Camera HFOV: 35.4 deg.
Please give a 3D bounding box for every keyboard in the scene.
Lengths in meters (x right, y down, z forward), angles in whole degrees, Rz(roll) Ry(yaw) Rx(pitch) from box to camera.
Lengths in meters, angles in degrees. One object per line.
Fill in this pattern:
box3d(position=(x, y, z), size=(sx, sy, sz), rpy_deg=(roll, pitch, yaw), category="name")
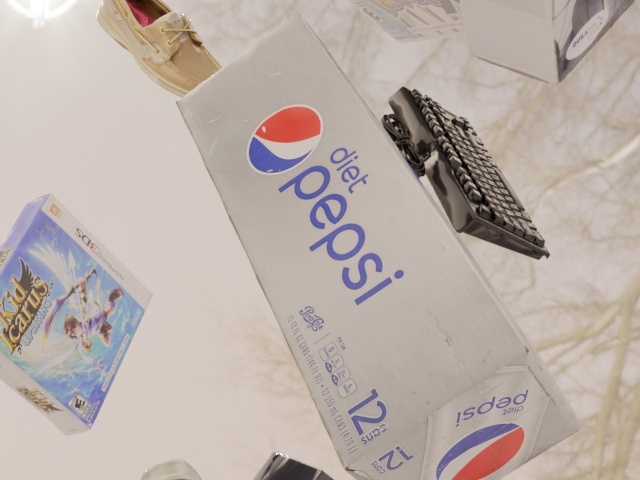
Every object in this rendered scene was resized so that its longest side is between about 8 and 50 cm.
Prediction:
box3d(position=(0.094, -0.057, 0.714), size=(0.108, 0.023, 0.180), rpy_deg=(18, -151, -25), category="keyboard")

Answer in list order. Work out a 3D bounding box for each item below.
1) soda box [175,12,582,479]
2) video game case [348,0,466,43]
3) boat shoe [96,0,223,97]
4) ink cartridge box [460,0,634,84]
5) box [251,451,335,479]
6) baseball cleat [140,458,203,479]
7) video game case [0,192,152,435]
box3d(position=(0.019, 0.002, 0.543), size=(0.091, 0.098, 0.286), rpy_deg=(49, -171, -47), category="soda box")
box3d(position=(0.027, -0.277, 0.865), size=(0.300, 0.036, 0.329), rpy_deg=(35, 178, -19), category="video game case")
box3d(position=(-0.154, -0.201, 0.988), size=(0.170, 0.059, 0.063), rpy_deg=(39, -136, 14), category="boat shoe")
box3d(position=(0.109, -0.242, 0.417), size=(0.065, 0.333, 0.165), rpy_deg=(29, -115, 36), category="ink cartridge box")
box3d(position=(0.008, 0.449, 1.025), size=(0.343, 0.312, 0.179), rpy_deg=(42, 165, -10), category="box")
box3d(position=(-0.106, 0.213, 0.725), size=(0.072, 0.206, 0.109), rpy_deg=(-25, -103, -12), category="baseball cleat")
box3d(position=(-0.388, 0.107, 1.486), size=(0.061, 0.244, 0.269), rpy_deg=(-19, -143, 33), category="video game case")
